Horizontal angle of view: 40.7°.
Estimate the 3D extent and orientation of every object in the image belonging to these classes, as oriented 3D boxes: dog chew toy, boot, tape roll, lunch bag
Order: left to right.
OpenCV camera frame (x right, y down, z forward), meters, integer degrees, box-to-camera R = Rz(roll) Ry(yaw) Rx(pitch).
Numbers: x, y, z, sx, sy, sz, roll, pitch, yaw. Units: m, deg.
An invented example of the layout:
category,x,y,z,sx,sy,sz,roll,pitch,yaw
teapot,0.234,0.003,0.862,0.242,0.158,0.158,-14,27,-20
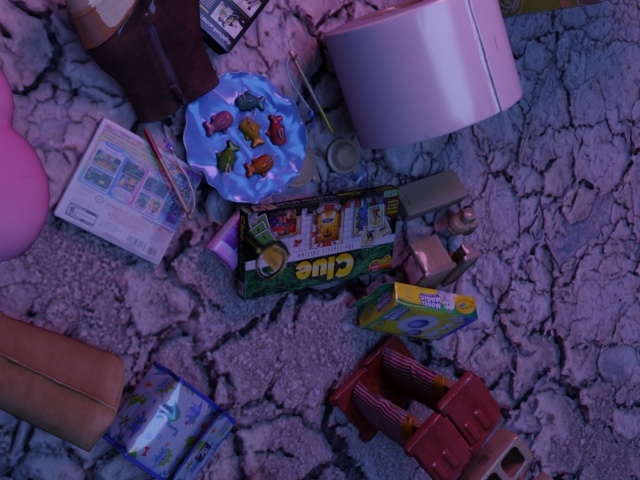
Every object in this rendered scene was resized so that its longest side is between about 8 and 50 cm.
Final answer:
category,x,y,z,sx,sy,sz,roll,pitch,yaw
dog chew toy,-0.428,-0.129,0.960,0.206,0.206,0.332,-15,95,-25
boot,-0.363,0.193,1.013,0.269,0.089,0.236,40,51,-42
lunch bag,-0.199,0.264,1.184,0.129,0.096,0.151,-53,130,-15
boot,-0.179,-0.288,1.099,0.248,0.090,0.207,-33,128,-2
tape roll,0.144,-0.250,1.211,0.246,0.246,0.169,-27,107,-22

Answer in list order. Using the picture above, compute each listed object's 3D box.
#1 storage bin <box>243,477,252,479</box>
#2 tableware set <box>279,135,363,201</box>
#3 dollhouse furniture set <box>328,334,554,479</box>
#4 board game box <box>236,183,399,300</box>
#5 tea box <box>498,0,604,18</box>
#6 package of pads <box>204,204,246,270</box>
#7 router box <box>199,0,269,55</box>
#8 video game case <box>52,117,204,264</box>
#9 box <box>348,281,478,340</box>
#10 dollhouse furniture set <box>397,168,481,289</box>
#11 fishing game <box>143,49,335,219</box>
category,x,y,z,sx,sy,sz,roll,pitch,yaw
storage bin,-0.071,0.404,1.264,0.135,0.091,0.098,45,75,-25
tableware set,0.006,-0.080,1.286,0.168,0.020,0.141,-9,100,-25
dollhouse furniture set,0.209,0.338,1.350,0.152,0.201,0.374,-46,120,-15
board game box,0.000,0.000,1.259,0.259,0.030,0.136,-11,119,-30
tea box,0.381,-0.485,1.261,0.329,0.323,0.220,-29,108,-21
package of pads,-0.120,-0.004,1.222,0.050,0.032,0.083,45,76,-28
router box,-0.155,-0.358,1.152,0.179,0.046,0.133,41,79,-25
video game case,-0.254,-0.064,1.153,0.157,0.019,0.143,29,82,-26
box,0.141,0.110,1.330,0.179,0.105,0.043,13,58,-27
dollhouse furniture set,0.169,-0.002,1.376,0.144,0.123,0.151,-19,70,-24
fishing game,-0.100,-0.141,1.194,0.264,0.041,0.189,-29,102,-23
